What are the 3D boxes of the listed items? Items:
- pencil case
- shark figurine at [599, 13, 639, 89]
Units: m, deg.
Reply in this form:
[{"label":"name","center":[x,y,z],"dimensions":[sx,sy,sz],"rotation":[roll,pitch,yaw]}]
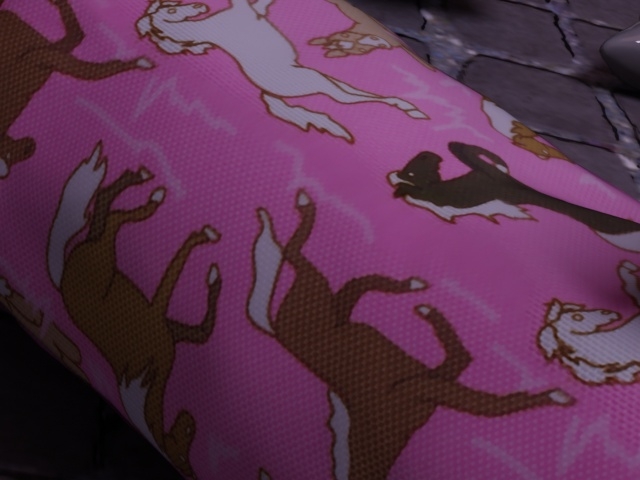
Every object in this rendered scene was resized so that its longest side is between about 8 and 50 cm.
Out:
[{"label":"pencil case","center":[0.000,0.000,0.589],"dimensions":[0.386,0.160,0.167],"rotation":[36,-3,32]},{"label":"shark figurine","center":[0.296,-0.097,0.988],"dimensions":[0.166,0.278,0.116],"rotation":[27,47,-65]}]
